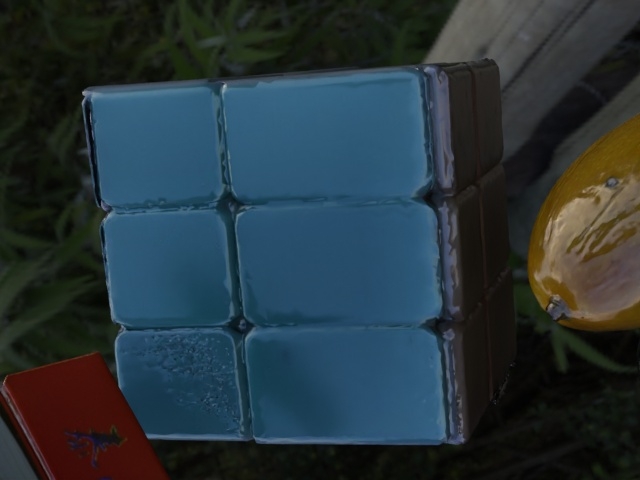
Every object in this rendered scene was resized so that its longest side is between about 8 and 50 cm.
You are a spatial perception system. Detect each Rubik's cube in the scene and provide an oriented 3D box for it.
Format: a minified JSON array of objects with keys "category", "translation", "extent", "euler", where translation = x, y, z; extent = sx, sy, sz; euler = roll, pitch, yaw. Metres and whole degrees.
[{"category":"Rubik's cube","translation":[0.000,0.000,0.811],"extent":[0.221,0.231,0.224],"euler":[-30,-63,-71]}]

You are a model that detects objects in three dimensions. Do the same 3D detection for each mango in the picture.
[{"category":"mango","translation":[0.164,-0.028,0.520],"extent":[0.075,0.190,0.098],"euler":[58,165,-28]}]

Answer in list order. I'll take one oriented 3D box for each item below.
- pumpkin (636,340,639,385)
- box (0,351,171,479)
[{"category":"pumpkin","translation":[0.287,0.088,0.752],"extent":[0.194,0.150,0.194],"euler":[34,179,1]},{"category":"box","translation":[-0.171,0.140,0.548],"extent":[0.035,0.245,0.139],"euler":[-48,67,40]}]
